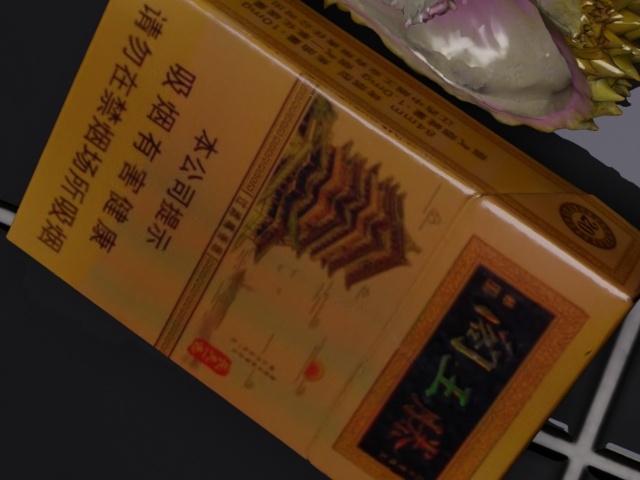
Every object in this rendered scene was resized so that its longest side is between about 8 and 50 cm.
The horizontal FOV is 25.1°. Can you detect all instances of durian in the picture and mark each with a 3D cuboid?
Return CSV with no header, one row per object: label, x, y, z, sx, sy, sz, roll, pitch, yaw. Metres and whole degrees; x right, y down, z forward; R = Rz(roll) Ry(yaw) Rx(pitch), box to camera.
durian,0.070,-0.125,0.628,0.182,0.132,0.165,-22,76,51

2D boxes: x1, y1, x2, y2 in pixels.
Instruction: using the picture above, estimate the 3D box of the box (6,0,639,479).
box,0.000,0.000,0.693,0.274,0.076,0.174,36,122,8
